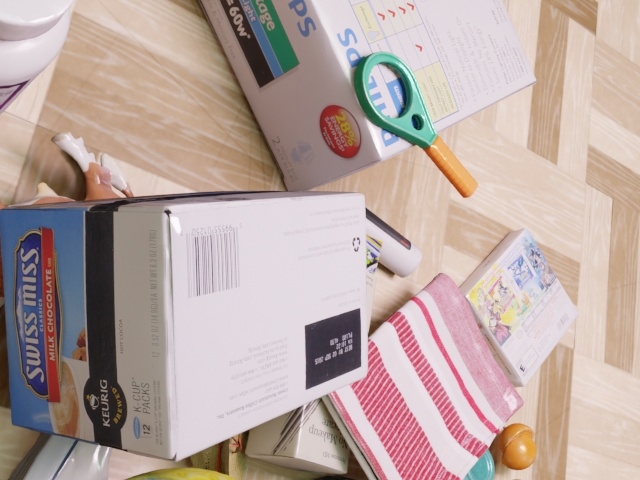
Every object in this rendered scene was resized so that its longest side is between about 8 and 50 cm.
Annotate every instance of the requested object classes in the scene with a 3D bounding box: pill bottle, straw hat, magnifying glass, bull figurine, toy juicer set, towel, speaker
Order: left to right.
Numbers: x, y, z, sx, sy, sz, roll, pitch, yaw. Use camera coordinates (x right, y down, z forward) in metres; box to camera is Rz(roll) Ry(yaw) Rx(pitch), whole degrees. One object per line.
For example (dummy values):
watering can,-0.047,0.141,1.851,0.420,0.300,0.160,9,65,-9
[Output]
pill bottle,-0.356,-0.220,0.895,0.169,0.302,0.169,10,73,-34
bull figurine,-0.333,-0.013,0.983,0.310,0.101,0.188,-14,83,-46
straw hat,-0.129,0.253,1.093,0.061,0.144,0.144,2,74,4
speaker,0.088,0.000,1.324,0.136,0.055,0.055,36,60,-24
magnifying glass,0.126,-0.143,1.130,0.231,0.026,0.092,48,58,-23
towel,0.150,0.212,1.216,0.329,0.037,0.237,-35,96,-47
toy juicer set,0.223,0.364,1.306,0.209,0.089,0.329,51,44,-15

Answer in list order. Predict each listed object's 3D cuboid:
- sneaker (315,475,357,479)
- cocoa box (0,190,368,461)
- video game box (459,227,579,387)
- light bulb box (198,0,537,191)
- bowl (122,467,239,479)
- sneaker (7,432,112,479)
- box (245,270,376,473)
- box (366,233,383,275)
sneaker,0.004,0.350,1.183,0.152,0.054,0.061,3,86,-30
cocoa box,-0.130,0.065,0.954,0.347,0.228,0.231,-10,100,-57
video game box,0.328,0.110,1.477,0.205,0.048,0.187,-41,105,-36
light bulb box,0.067,-0.304,1.276,0.361,0.225,0.357,-29,97,-37
bowl,-0.112,0.371,0.971,0.156,0.290,0.289,-13,86,-60
sneaker,-0.282,0.265,0.961,0.091,0.094,0.258,40,58,-17
box,-0.009,0.161,1.176,0.113,0.094,0.275,29,62,-43
box,0.000,0.000,1.245,0.169,0.054,0.059,26,64,-20
